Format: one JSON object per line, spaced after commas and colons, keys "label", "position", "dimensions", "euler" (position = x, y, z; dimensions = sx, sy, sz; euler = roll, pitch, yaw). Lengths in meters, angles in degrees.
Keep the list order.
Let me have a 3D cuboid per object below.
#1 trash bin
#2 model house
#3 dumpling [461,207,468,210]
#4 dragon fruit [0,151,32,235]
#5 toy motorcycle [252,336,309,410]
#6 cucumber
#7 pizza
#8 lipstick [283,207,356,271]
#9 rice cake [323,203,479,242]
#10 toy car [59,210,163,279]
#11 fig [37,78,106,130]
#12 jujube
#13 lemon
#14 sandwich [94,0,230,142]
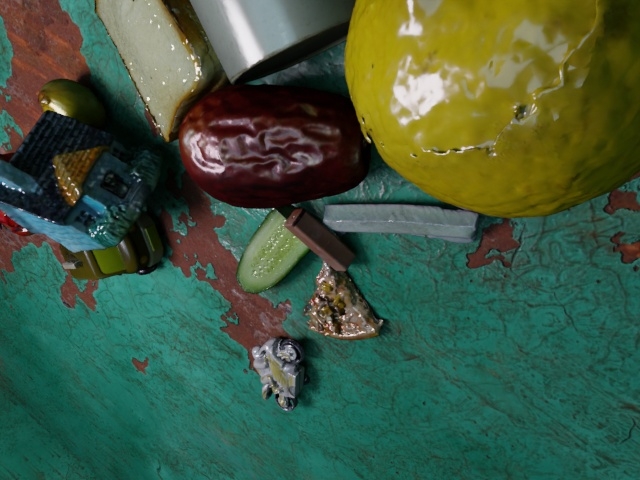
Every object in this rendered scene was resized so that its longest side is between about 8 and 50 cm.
{"label": "trash bin", "position": [-0.103, -0.464, 0.593], "dimensions": [0.280, 0.280, 0.432], "euler": [-12, 109, 33]}
{"label": "model house", "position": [-0.507, -0.145, 0.923], "dimensions": [0.226, 0.261, 0.241], "euler": [-8, 146, 36]}
{"label": "dumpling", "position": [0.243, -0.117, 0.672], "dimensions": [0.176, 0.092, 0.150], "euler": [32, 104, 19]}
{"label": "dragon fruit", "position": [-0.790, -0.122, 1.153], "dimensions": [0.307, 0.227, 0.243], "euler": [-28, 68, 6]}
{"label": "toy motorcycle", "position": [-0.106, 0.313, 1.085], "dimensions": [0.151, 0.074, 0.228], "euler": [22, 123, 22]}
{"label": "cucumber", "position": [-0.107, 0.026, 0.952], "dimensions": [0.115, 0.063, 0.244], "euler": [39, 125, -8]}
{"label": "pizza", "position": [0.033, 0.127, 0.932], "dimensions": [0.185, 0.052, 0.195], "euler": [-3, 111, 27]}
{"label": "lipstick", "position": [0.000, 0.000, 0.856], "dimensions": [0.145, 0.045, 0.045], "euler": [41, 161, -21]}
{"label": "rice cake", "position": [0.137, -0.033, 0.804], "dimensions": [0.290, 0.051, 0.081], "euler": [4, 149, 29]}
{"label": "toy car", "position": [-0.546, 0.019, 1.111], "dimensions": [0.248, 0.198, 0.204], "euler": [-1, 113, 31]}
{"label": "fig", "position": [-0.569, -0.298, 1.028], "dimensions": [0.136, 0.121, 0.153], "euler": [-13, 129, 28]}
{"label": "jujube", "position": [-0.077, -0.158, 0.761], "dimensions": [0.318, 0.223, 0.223], "euler": [1, 113, 16]}
{"label": "lemon", "position": [0.213, -0.196, 0.481], "dimensions": [0.350, 0.387, 0.350], "euler": [-3, 85, 45]}
{"label": "sandwich", "position": [-0.281, -0.366, 0.792], "dimensions": [0.271, 0.099, 0.301], "euler": [-24, 95, 52]}
